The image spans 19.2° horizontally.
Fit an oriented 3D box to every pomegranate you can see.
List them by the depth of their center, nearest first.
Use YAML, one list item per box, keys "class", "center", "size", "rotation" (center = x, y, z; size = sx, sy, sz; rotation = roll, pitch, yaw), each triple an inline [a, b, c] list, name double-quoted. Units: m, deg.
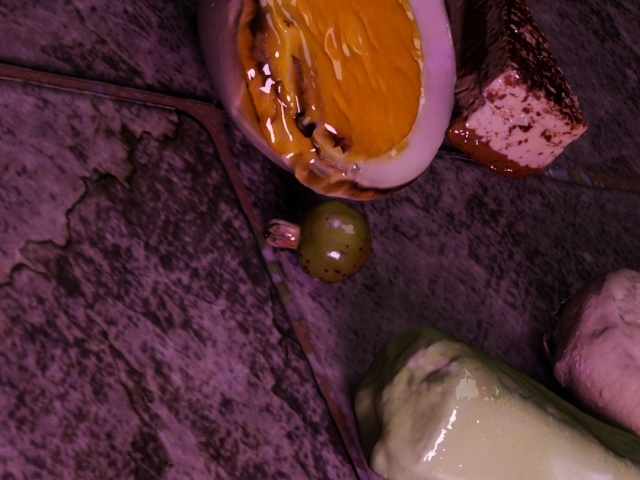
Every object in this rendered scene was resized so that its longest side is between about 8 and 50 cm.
- class: "pomegranate"
  center: [0.002, 0.004, 1.608]
  size: [0.085, 0.073, 0.073]
  rotation: [-20, 68, -18]

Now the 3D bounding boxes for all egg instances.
- class: "egg"
  center: [-0.014, -0.164, 1.679]
  size: [0.264, 0.174, 0.286]
  rotation: [9, 71, -47]

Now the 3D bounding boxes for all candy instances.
- class: "candy"
  center: [0.178, 0.188, 1.576]
  size: [0.343, 0.132, 0.142]
  rotation: [30, -6, -31]

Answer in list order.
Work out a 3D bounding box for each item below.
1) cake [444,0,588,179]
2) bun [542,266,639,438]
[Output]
- class: "cake"
  center: [0.199, -0.176, 1.995]
  size: [0.135, 0.112, 0.246]
  rotation: [37, 30, -24]
- class: "bun"
  center: [0.314, 0.133, 1.766]
  size: [0.239, 0.141, 0.239]
  rotation: [27, 24, -13]
